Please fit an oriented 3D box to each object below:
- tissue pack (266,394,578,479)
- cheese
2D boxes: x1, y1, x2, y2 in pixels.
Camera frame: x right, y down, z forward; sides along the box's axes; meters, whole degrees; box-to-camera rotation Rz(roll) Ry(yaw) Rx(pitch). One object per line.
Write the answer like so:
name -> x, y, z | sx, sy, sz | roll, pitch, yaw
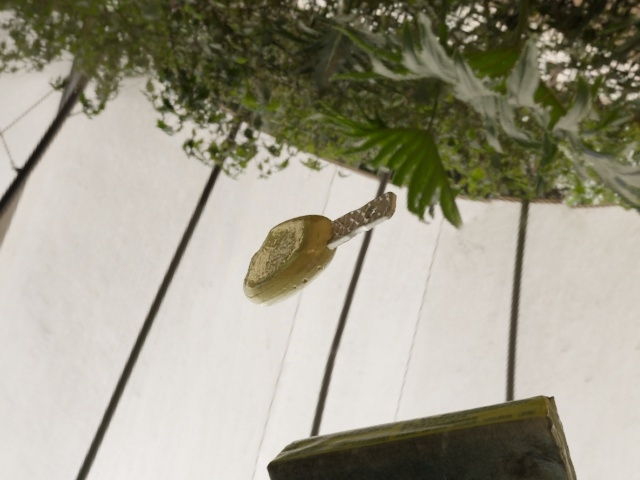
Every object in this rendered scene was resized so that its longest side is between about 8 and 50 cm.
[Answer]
tissue pack -> 0.099, 0.251, 0.550 | 0.257, 0.185, 0.081 | -18, 180, 23
cheese -> 0.000, 0.000, 0.817 | 0.050, 0.255, 0.127 | 38, -136, -28
